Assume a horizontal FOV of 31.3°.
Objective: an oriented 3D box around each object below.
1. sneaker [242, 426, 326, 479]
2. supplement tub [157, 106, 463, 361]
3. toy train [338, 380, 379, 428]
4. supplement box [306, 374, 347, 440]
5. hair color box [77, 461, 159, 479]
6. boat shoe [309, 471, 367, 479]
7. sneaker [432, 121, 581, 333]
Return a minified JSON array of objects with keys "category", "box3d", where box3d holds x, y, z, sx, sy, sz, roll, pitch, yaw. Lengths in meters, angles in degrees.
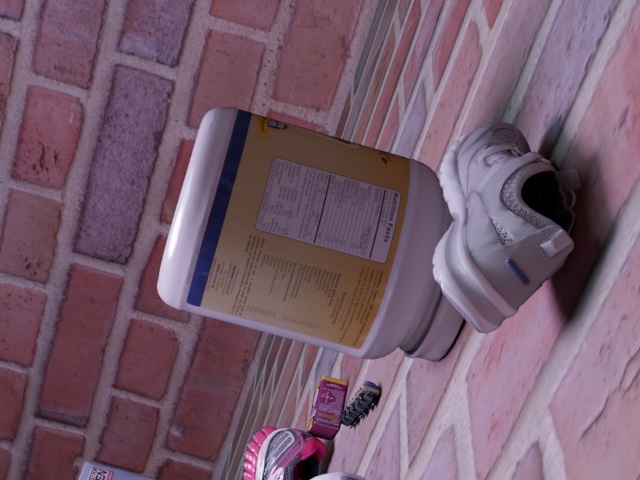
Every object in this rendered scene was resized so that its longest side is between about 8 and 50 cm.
[{"category":"sneaker","box3d":[-0.063,0.437,1.746,0.121,0.112,0.299,15,-103,-55]},{"category":"supplement tub","box3d":[0.000,0.000,1.246,0.228,0.316,0.228,-164,90,-84]},{"category":"toy train","box3d":[0.054,0.225,1.576,0.158,0.027,0.036,117,178,-65]},{"category":"supplement box","box3d":[0.010,0.263,1.792,0.055,0.043,0.083,117,167,-56]},{"category":"hair color box","box3d":[-0.265,0.539,2.020,0.113,0.374,0.185,-98,25,-76]},{"category":"boat shoe","box3d":[-0.029,0.398,1.442,0.306,0.113,0.105,-42,35,43]},{"category":"sneaker","box3d":[0.172,-0.028,0.960,0.115,0.105,0.281,-33,21,25]}]
